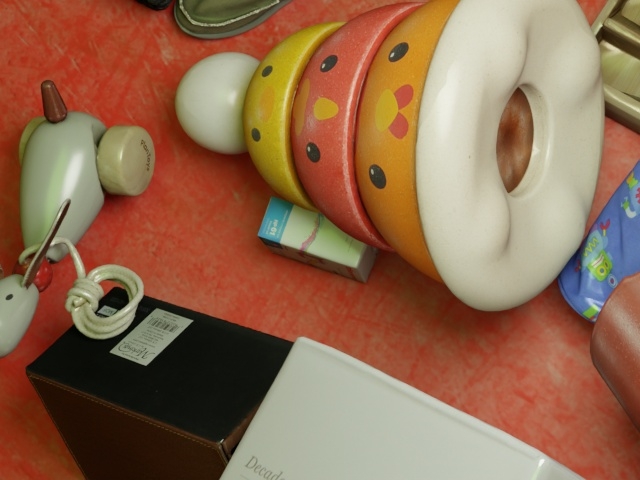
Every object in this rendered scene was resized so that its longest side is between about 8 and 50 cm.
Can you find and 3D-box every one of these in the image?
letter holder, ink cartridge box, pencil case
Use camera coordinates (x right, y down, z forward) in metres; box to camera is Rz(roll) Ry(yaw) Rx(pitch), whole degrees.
[{"bbox_3d":[-0.134,0.204,1.763,0.302,0.214,0.152,14,47,39],"label":"letter holder"},{"bbox_3d":[0.000,0.000,1.850,0.122,0.088,0.052,17,80,13],"label":"ink cartridge box"},{"bbox_3d":[0.365,-0.026,1.692,0.119,0.306,0.133,13,42,-20],"label":"pencil case"}]

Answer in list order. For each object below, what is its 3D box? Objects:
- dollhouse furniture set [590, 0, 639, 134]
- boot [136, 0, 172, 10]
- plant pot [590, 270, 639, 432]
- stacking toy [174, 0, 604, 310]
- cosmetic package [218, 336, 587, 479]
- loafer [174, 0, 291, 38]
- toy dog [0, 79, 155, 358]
[{"bbox_3d":[0.373,-0.284,1.693,0.362,0.394,0.256,31,84,15],"label":"dollhouse furniture set"},{"bbox_3d":[-0.250,-0.461,1.974,0.348,0.131,0.260,37,91,24],"label":"boot"},{"bbox_3d":[0.414,0.145,1.573,0.272,0.272,0.265,-36,48,0],"label":"plant pot"},{"bbox_3d":[0.035,-0.121,1.764,0.480,0.350,0.351,7,77,34],"label":"stacking toy"},{"bbox_3d":[0.082,0.363,1.495,0.327,0.329,0.394,21,80,46],"label":"cosmetic package"},{"bbox_3d":[-0.063,-0.322,1.935,0.251,0.087,0.094,-26,74,3],"label":"loafer"},{"bbox_3d":[-0.313,-0.044,1.815,0.220,0.161,0.334,-13,46,14],"label":"toy dog"}]
